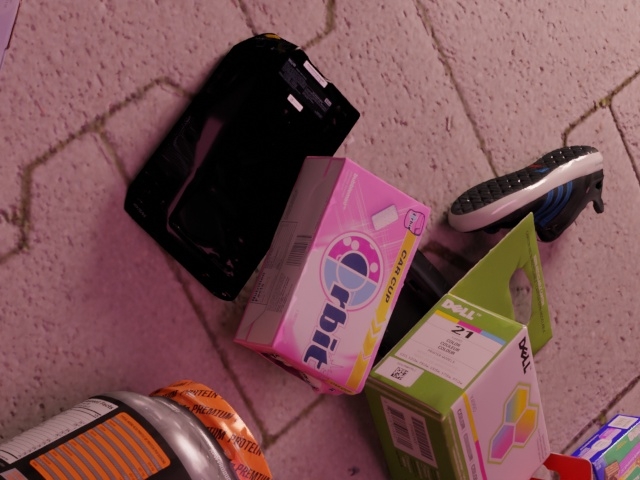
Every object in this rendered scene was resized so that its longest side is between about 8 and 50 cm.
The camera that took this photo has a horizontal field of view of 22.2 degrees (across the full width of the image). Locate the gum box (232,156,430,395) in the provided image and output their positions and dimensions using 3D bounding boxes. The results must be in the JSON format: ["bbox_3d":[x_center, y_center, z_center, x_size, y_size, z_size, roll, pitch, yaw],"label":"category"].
[{"bbox_3d":[0.010,0.034,1.418,0.107,0.062,0.188,30,76,-34],"label":"gum box"}]

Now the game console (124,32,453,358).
[{"bbox_3d":[0.000,0.000,1.475,0.361,0.044,0.213,46,67,-29],"label":"game console"}]

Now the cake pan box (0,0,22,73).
[{"bbox_3d":[-0.337,-0.213,1.193,0.246,0.070,0.267,18,81,-39],"label":"cake pan box"}]

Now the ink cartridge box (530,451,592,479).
[{"bbox_3d":[0.193,0.321,1.575,0.078,0.134,0.231,-5,95,-41],"label":"ink cartridge box"}]

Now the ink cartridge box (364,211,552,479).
[{"bbox_3d":[0.169,0.126,1.539,0.255,0.097,0.189,-44,138,-27],"label":"ink cartridge box"}]

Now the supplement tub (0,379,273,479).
[{"bbox_3d":[-0.198,0.238,1.239,0.316,0.193,0.193,-25,107,-33],"label":"supplement tub"}]

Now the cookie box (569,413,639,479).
[{"bbox_3d":[0.317,0.253,1.727,0.092,0.040,0.107,-34,113,-32],"label":"cookie box"}]

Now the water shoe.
[{"bbox_3d":[0.214,-0.030,1.616,0.203,0.073,0.080,-24,109,-33],"label":"water shoe"}]
